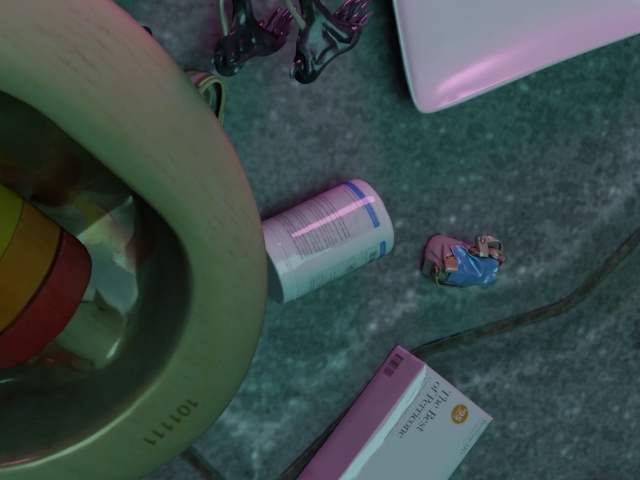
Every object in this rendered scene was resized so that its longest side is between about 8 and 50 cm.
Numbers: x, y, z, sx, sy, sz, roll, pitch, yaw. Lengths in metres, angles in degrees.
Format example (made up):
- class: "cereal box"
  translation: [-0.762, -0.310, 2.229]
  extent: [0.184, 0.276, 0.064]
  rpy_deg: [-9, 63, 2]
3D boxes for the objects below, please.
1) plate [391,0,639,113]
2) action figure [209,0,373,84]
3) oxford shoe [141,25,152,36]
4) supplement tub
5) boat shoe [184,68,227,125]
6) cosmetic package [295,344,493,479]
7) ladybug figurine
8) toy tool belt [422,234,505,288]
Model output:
- class: "plate"
  translation: [0.159, -0.279, 0.966]
  extent: [0.278, 0.045, 0.277]
  rpy_deg: [-23, 110, -18]
- class: "action figure"
  translation: [-0.080, -0.236, 0.799]
  extent: [0.276, 0.164, 0.141]
  rpy_deg: [50, 53, -43]
- class: "oxford shoe"
  translation: [-0.138, -0.023, 0.836]
  extent: [0.098, 0.097, 0.271]
  rpy_deg: [-16, 109, -26]
- class: "supplement tub"
  translation: [0.000, 0.000, 0.948]
  extent: [0.107, 0.071, 0.071]
  rpy_deg: [-25, 112, -17]
- class: "boat shoe"
  translation: [-0.107, -0.057, 0.896]
  extent: [0.056, 0.048, 0.153]
  rpy_deg: [17, 95, -27]
- class: "cosmetic package"
  translation: [0.042, 0.221, 1.028]
  extent: [0.099, 0.060, 0.239]
  rpy_deg: [39, 85, -28]
- class: "ladybug figurine"
  translation: [-0.214, -0.020, 0.611]
  extent: [0.305, 0.162, 0.449]
  rpy_deg: [-41, 133, 0]
- class: "toy tool belt"
  translation: [0.136, 0.021, 1.026]
  extent: [0.083, 0.051, 0.052]
  rpy_deg: [0, 103, -25]
